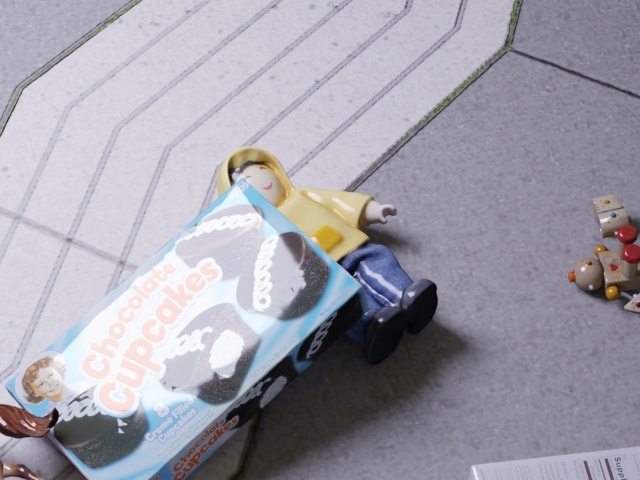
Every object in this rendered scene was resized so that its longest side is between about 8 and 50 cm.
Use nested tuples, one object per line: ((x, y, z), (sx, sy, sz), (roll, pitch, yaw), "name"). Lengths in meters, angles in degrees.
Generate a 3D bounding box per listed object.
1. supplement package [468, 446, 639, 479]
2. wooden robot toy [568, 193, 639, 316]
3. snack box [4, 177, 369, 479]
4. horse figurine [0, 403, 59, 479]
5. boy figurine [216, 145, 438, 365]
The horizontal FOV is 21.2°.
((0.262, 0.282, 1.567), (0.244, 0.139, 0.134), (-5, 53, -7), "supplement package")
((0.301, 0.020, 1.822), (0.079, 0.076, 0.173), (-11, 52, 3), "wooden robot toy")
((-0.131, 0.106, 1.697), (0.322, 0.060, 0.187), (-42, 62, -12), "snack box")
((-0.367, 0.238, 1.625), (0.263, 0.066, 0.174), (-42, 59, -20), "horse figurine")
((0.000, 0.000, 1.814), (0.177, 0.092, 0.285), (-35, 63, -22), "boy figurine")
